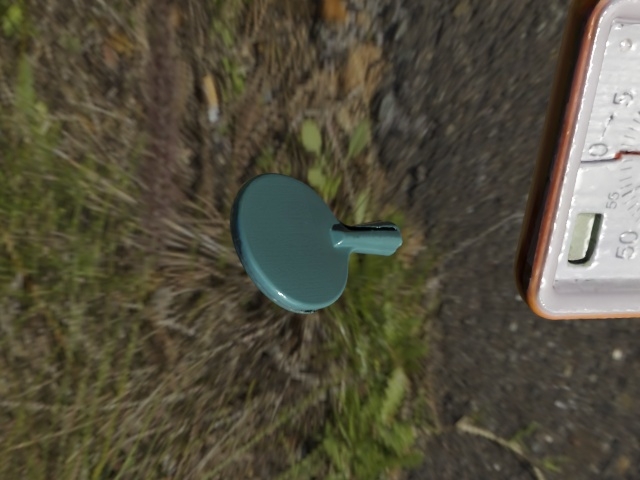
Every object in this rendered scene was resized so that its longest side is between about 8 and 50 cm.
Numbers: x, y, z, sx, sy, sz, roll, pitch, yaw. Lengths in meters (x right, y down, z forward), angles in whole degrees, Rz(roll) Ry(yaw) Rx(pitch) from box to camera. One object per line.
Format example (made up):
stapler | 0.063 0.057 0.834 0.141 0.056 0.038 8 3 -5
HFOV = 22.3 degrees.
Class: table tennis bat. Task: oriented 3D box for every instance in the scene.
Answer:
table tennis bat | 0.000 0.000 1.374 0.033 0.201 0.124 -28 74 37

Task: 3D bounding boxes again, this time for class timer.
timer | 0.261 -0.076 1.246 0.250 0.161 0.257 -8 117 -37
